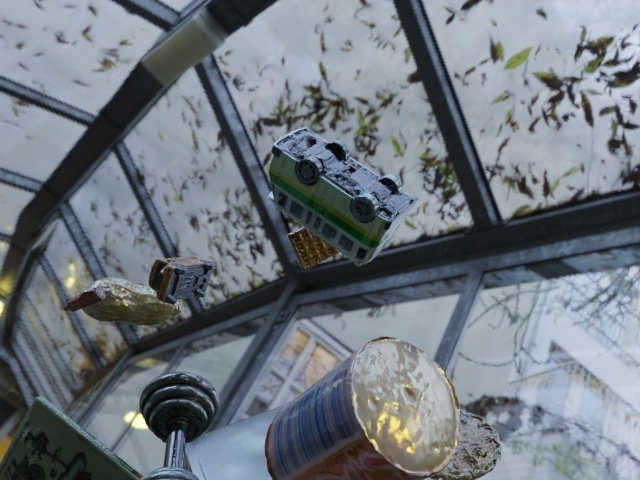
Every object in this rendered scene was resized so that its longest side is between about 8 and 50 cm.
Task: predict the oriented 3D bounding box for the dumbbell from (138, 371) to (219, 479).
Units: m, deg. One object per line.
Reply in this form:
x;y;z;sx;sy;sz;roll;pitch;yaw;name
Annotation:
-0.295;0.432;1.334;0.179;0.406;0.179;-3;-58;-5;dumbbell

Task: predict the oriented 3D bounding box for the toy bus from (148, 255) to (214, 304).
-0.310;0.081;1.449;0.088;0.083;0.194;21;7;15;toy bus

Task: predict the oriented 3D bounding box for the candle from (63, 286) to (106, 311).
-0.649;0.160;1.794;0.162;0.048;0.053;-22;-30;28;candle

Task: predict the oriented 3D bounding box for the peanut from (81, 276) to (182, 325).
-0.580;0.189;2.042;0.313;0.149;0.149;9;-29;-23;peanut

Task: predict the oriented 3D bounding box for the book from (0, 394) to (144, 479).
-0.511;0.533;1.374;0.371;0.260;0.043;33;10;12;book

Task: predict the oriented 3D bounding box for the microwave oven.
-0.142;0.679;1.720;0.432;0.374;0.236;-141;-142;-60;microwave oven

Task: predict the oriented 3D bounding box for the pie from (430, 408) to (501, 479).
0.268;0.450;1.486;0.274;0.274;0.055;11;-69;27;pie

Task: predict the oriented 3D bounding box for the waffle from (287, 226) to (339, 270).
0.000;0.000;1.631;0.102;0.148;0.042;66;-14;-9;waffle

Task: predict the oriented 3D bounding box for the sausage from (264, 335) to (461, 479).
0.065;0.325;1.121;0.233;0.233;0.287;38;-50;-7;sausage

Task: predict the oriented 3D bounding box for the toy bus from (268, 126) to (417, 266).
0.027;-0.084;1.286;0.276;0.134;0.164;35;-52;15;toy bus
